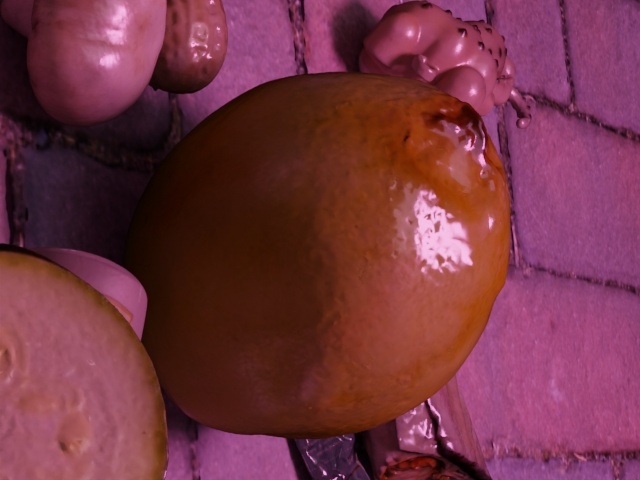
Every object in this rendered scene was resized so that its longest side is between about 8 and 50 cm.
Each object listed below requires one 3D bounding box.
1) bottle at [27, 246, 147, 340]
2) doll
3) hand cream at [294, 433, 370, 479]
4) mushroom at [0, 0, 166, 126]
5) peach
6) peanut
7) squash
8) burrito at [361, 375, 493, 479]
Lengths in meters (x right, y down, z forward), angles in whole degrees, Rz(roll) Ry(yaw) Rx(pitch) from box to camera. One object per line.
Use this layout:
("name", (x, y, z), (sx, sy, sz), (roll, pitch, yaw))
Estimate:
("bottle", (-0.197, 0.138, 1.328), (0.120, 0.120, 0.253), (42, 45, -45))
("doll", (0.141, -0.181, 1.986), (0.154, 0.119, 0.278), (48, 19, 16))
("hand cream", (0.016, 0.188, 1.723), (0.075, 0.052, 0.247), (-24, 105, -36))
("mushroom", (-0.185, -0.165, 1.459), (0.154, 0.122, 0.154), (17, 90, -85))
("peach", (-0.005, 0.007, 1.519), (0.281, 0.316, 0.314), (27, 65, -35))
("peanut", (-0.128, -0.221, 1.582), (0.098, 0.090, 0.214), (118, -33, -72))
("squash", (-0.227, 0.121, 1.233), (0.252, 0.049, 0.252), (7, 67, -16))
("burrito", (0.078, 0.131, 1.797), (0.175, 0.107, 0.347), (-48, 125, -62))
